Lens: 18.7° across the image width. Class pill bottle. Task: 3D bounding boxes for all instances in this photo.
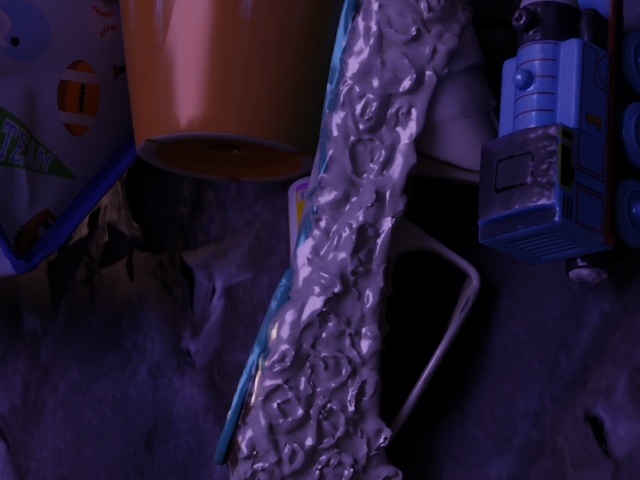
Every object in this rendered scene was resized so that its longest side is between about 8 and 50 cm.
[{"bbox_3d":[0.000,0.000,1.342,0.043,0.043,0.083,-24,56,38],"label":"pill bottle"}]

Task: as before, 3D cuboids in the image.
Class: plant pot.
[{"bbox_3d":[-0.055,-0.145,1.350,0.205,0.205,0.188,-9,71,44],"label":"plant pot"}]

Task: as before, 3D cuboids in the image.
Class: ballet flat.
[{"bbox_3d":[0.048,-0.018,1.252,0.147,0.147,0.409,12,84,48],"label":"ballet flat"}]

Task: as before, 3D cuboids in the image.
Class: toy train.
[{"bbox_3d":[0.150,-0.067,1.166,0.080,0.105,0.184,-13,64,43],"label":"toy train"}]

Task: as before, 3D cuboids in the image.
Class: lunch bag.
[{"bbox_3d":[-0.264,-0.152,1.521,0.328,0.239,0.385,-7,33,46],"label":"lunch bag"}]
